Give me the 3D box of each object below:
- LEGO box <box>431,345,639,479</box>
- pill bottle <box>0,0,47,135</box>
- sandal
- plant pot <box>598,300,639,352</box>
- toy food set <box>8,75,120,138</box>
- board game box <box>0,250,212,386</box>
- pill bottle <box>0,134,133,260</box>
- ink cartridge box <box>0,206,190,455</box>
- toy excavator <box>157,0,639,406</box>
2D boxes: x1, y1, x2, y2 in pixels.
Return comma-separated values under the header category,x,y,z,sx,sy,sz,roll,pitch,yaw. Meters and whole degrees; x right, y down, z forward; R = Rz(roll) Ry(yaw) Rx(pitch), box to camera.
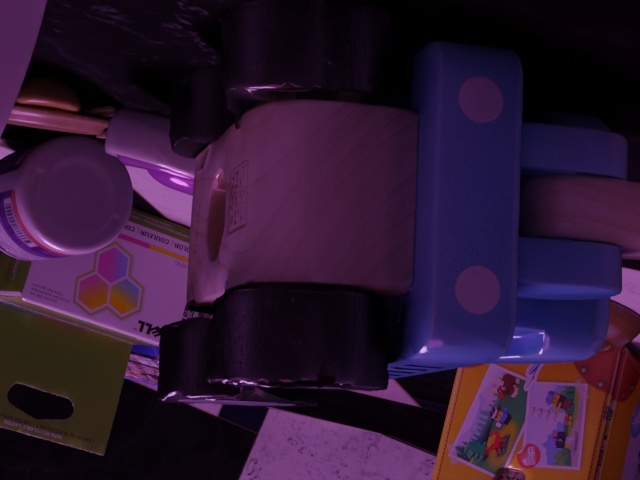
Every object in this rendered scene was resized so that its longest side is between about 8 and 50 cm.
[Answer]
category,x,y,z,sx,sy,sz,roll,pitch,yaw
LEGO box,0.265,0.382,1.945,0.193,0.500,0.372,8,167,30
pill bottle,-0.324,-0.146,0.897,0.334,0.188,0.188,19,168,-20
sandal,-0.008,-0.003,1.375,0.416,0.102,0.169,21,178,-34
plant pot,0.208,0.074,1.710,0.236,0.032,0.236,14,168,3
toy food set,-0.226,-0.111,1.362,0.192,0.038,0.132,8,-179,-34
board game box,-0.248,0.080,2.057,0.232,0.141,0.291,13,169,12
pill bottle,-0.256,-0.036,1.573,0.108,0.108,0.193,20,168,-25
ink cartridge box,-0.252,0.087,1.792,0.189,0.255,0.097,21,167,-31
toy excavator,0.153,-0.013,1.015,0.445,0.222,0.433,3,172,-16
